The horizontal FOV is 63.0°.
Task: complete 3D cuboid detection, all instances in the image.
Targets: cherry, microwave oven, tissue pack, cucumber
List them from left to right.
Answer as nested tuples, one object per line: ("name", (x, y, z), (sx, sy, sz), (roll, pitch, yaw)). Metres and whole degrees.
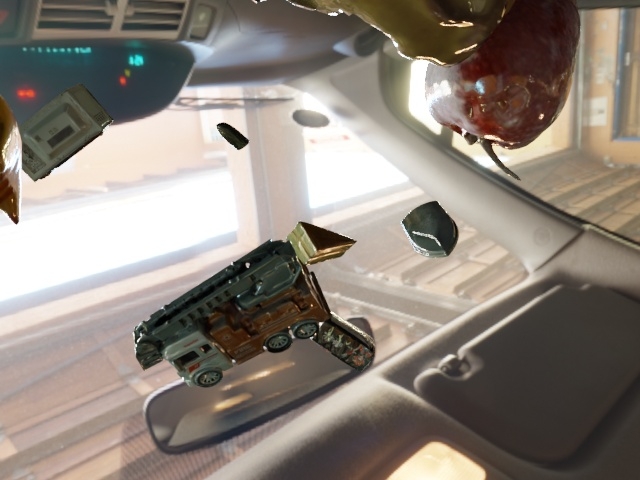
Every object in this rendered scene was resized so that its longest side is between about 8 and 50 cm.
("microwave oven", (-0.619, -0.254, 1.239), (0.208, 0.122, 0.162), (-35, -155, 5))
("cucumber", (-0.260, -0.309, 1.521), (0.048, 0.105, 0.048), (-37, -150, 25))
("tissue pack", (0.059, 0.265, 1.397), (0.170, 0.090, 0.103), (33, -170, -9))
("cherry", (0.369, -0.346, 1.079), (0.291, 0.334, 0.326), (22, 162, -6))

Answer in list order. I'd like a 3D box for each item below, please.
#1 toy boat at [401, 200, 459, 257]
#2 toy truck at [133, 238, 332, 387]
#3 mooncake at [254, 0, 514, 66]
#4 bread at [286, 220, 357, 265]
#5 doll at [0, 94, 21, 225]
("toy boat", (0.330, -0.022, 1.538), (0.141, 0.092, 0.319), (-32, -161, 10))
("toy truck", (-0.169, 0.133, 0.941), (0.338, 0.184, 0.133), (-27, -135, 2))
("mooncake", (0.052, -0.386, 0.605), (0.394, 0.246, 0.393), (4, 156, 27))
("bread", (0.004, -0.001, 1.216), (0.139, 0.084, 0.074), (-12, 151, -44))
("doll", (-0.431, -0.119, 0.505), (0.270, 0.162, 0.167), (12, 163, -17))
